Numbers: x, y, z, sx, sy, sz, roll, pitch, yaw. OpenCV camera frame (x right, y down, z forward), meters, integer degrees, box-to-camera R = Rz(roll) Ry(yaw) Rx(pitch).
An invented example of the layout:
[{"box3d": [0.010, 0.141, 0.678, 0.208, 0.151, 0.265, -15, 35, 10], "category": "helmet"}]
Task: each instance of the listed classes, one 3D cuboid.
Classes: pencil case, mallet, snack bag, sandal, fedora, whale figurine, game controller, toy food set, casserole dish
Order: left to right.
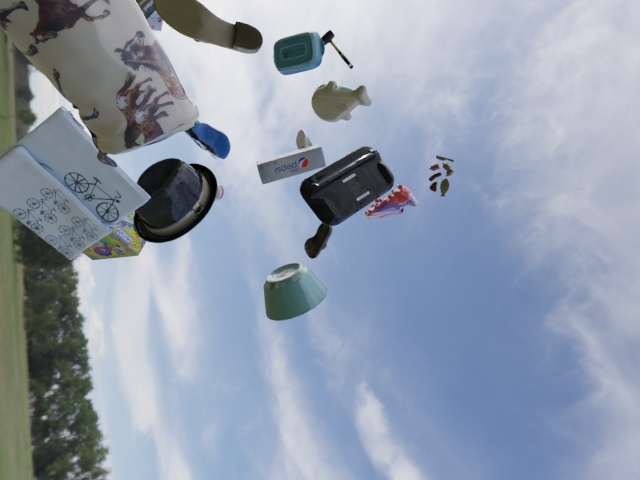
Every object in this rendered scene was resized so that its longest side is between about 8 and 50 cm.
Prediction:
[{"box3d": [-0.334, -0.300, 0.520, 0.183, 0.160, 0.410, -6, -47, 25], "category": "pencil case"}, {"box3d": [-0.684, -0.136, 1.121, 0.342, 0.323, 0.037, -30, -150, 12], "category": "snack bag"}, {"box3d": [-0.521, -0.162, 1.401, 0.334, 0.334, 0.152, 55, -4, 34], "category": "fedora"}, {"box3d": [-0.256, -0.473, 0.945, 0.079, 0.240, 0.088, 172, -72, -67], "category": "sandal"}, {"box3d": [-0.077, -0.585, 1.294, 0.188, 0.037, 0.114, 0, -78, 29], "category": "casserole dish"}, {"box3d": [0.000, 0.000, 1.737, 0.090, 0.060, 0.219, 59, -43, 27], "category": "sandal"}, {"box3d": [0.068, -0.800, 1.766, 0.062, 0.039, 0.190, -32, -91, 11], "category": "mallet"}, {"box3d": [0.094, -0.637, 1.854, 0.272, 0.216, 0.141, -6, -126, 28], "category": "whale figurine"}, {"box3d": [0.089, -0.171, 1.260, 0.166, 0.319, 0.067, 58, -29, -3], "category": "game controller"}, {"box3d": [0.376, -0.204, 1.307, 0.078, 0.019, 0.122, 20, -60, 17], "category": "toy food set"}]

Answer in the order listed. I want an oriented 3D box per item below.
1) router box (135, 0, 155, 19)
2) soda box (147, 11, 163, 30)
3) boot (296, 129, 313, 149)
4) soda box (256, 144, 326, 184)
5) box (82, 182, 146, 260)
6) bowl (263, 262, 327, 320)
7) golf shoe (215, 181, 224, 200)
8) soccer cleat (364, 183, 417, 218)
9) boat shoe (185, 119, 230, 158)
[{"box3d": [-0.561, -0.593, 0.994, 0.081, 0.243, 0.309, 10, -119, 33], "category": "router box"}, {"box3d": [-0.705, -0.935, 1.664, 0.216, 0.069, 0.074, 55, -43, 22], "category": "soda box"}, {"box3d": [-0.057, -0.438, 1.985, 0.069, 0.086, 0.190, -31, -120, 38], "category": "boot"}, {"box3d": [-0.127, -0.329, 1.787, 0.098, 0.286, 0.091, -120, -167, -68], "category": "soda box"}, {"box3d": [-0.904, -0.081, 1.838, 0.289, 0.177, 0.279, -5, -131, 25], "category": "box"}, {"box3d": [-0.141, 0.215, 1.918, 0.311, 0.311, 0.163, 3, -59, 53], "category": "bowl"}, {"box3d": [-0.533, -0.202, 1.609, 0.140, 0.306, 0.115, -74, 173, -76], "category": "golf shoe"}, {"box3d": [0.246, -0.117, 1.498, 0.095, 0.083, 0.248, 44, -32, -6], "category": "soccer cleat"}, {"box3d": [-0.417, -0.386, 1.540, 0.089, 0.258, 0.109, 21, -100, 16], "category": "boat shoe"}]
